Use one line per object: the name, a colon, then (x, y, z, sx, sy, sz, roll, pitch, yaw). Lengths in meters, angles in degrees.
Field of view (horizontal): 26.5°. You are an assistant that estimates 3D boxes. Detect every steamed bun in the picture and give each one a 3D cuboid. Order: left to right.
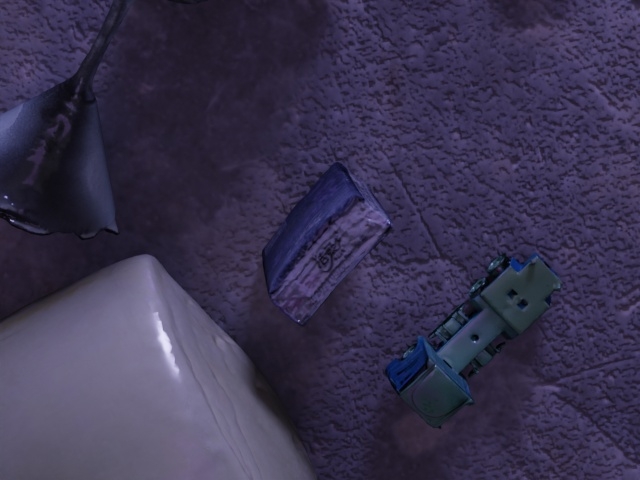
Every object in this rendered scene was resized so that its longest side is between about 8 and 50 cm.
steamed bun: (-0.171, 0.276, 1.111, 0.371, 0.290, 0.456, -25, 100, 3)

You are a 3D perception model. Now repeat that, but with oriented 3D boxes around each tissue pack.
tissue pack: (0.000, 0.000, 1.130, 0.051, 0.156, 0.112, 39, 97, -11)

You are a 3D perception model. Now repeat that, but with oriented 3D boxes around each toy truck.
toy truck: (0.139, 0.086, 1.186, 0.175, 0.081, 0.067, -44, 100, 7)

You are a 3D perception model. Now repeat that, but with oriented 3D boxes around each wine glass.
wine glass: (-0.184, -0.133, 1.078, 0.156, 0.156, 0.232, 30, 116, -6)
